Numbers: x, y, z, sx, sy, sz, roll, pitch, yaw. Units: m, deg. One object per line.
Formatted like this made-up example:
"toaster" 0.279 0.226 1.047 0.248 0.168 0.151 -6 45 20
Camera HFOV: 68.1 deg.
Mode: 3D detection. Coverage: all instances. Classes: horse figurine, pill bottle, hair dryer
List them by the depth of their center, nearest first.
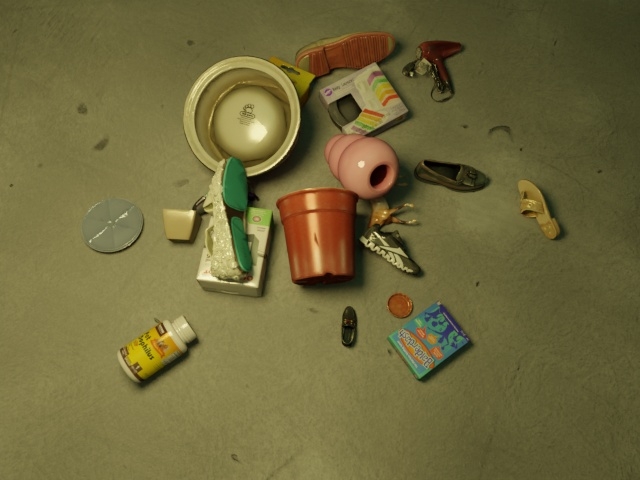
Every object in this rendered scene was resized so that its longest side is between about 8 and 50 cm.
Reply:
"pill bottle" -0.484 0.318 1.419 0.215 0.117 0.117 -34 74 -16
"horse figurine" 0.231 -0.140 1.668 0.175 0.066 0.263 -14 77 9
"hair dryer" 0.477 -0.711 1.931 0.224 0.080 0.293 37 76 -6

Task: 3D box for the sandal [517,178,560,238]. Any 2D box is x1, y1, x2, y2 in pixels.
"sandal" 0.754 -0.106 1.684 0.079 0.088 0.240 -22 76 -18

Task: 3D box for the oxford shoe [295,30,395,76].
"oxford shoe" 0.089 -0.760 1.862 0.397 0.140 0.146 -11 47 -1

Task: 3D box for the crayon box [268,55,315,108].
"crayon box" -0.177 -0.533 1.798 0.202 0.081 0.318 28 70 8

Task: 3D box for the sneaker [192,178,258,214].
"sneaker" -0.326 -0.132 1.631 0.224 0.083 0.098 -32 78 -16

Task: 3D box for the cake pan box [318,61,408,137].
"cake pan box" 0.157 -0.514 1.800 0.267 0.070 0.245 -28 77 -8

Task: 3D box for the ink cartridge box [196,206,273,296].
"ink cartridge box" -0.272 0.031 1.548 0.199 0.114 0.272 7 68 0

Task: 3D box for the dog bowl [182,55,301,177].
"dog bowl" -0.252 -0.407 1.632 0.408 0.150 0.407 0 89 9

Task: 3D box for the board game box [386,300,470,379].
"board game box" 0.343 0.315 1.511 0.210 0.047 0.160 -33 74 -14

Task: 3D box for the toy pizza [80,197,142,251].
"toy pizza" -0.701 -0.051 1.599 0.201 0.032 0.201 1 67 -3

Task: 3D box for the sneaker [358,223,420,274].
"sneaker" 0.248 0.024 1.581 0.234 0.078 0.106 34 99 3

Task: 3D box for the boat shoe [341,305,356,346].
"boat shoe" 0.091 0.272 1.516 0.049 0.042 0.133 6 67 1

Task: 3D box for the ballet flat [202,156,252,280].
"ballet flat" -0.302 -0.069 1.459 0.147 0.147 0.408 -5 69 -6

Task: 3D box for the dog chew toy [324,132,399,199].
"dog chew toy" 0.122 -0.272 1.625 0.207 0.206 0.332 -28 36 -14

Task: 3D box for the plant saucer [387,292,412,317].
"plant saucer" 0.261 0.214 1.564 0.084 0.013 0.083 1 69 -3

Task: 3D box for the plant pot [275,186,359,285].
"plant pot" 0.000 0.000 1.516 0.273 0.272 0.264 -3 77 -5

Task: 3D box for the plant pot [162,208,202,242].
"plant pot" -0.464 -0.045 1.577 0.109 0.109 0.096 4 80 -2

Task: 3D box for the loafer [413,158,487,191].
"loafer" 0.479 -0.240 1.721 0.268 0.084 0.096 8 68 0
